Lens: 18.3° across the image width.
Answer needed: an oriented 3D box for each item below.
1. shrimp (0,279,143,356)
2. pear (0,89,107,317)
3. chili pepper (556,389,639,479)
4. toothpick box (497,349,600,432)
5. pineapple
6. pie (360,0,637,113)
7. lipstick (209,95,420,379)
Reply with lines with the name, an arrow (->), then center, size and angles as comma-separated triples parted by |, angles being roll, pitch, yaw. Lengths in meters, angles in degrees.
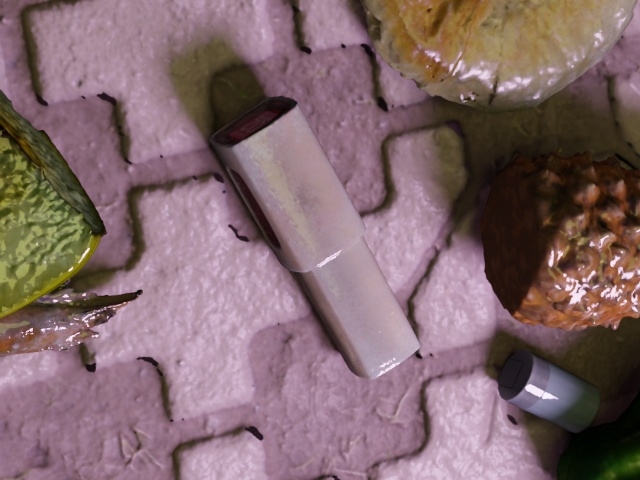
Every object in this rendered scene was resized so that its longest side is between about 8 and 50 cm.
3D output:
shrimp -> -0.260, 0.036, 1.648 | 0.223, 0.047, 0.126 | -3, 91, -19
pear -> -0.335, -0.029, 1.538 | 0.292, 0.159, 0.292 | 0, 92, -9
chili pepper -> 0.395, 0.168, 1.833 | 0.385, 0.213, 0.167 | -31, 114, -4
toothpick box -> 0.213, 0.141, 1.842 | 0.083, 0.052, 0.052 | 28, 89, -24
pineapple -> 0.316, 0.002, 1.804 | 0.341, 0.169, 0.169 | 2, 99, -25
pie -> 0.160, -0.260, 1.741 | 0.306, 0.071, 0.306 | -2, 98, -18
lipstick -> 0.000, 0.000, 1.722 | 0.077, 0.079, 0.253 | -35, 111, -14
